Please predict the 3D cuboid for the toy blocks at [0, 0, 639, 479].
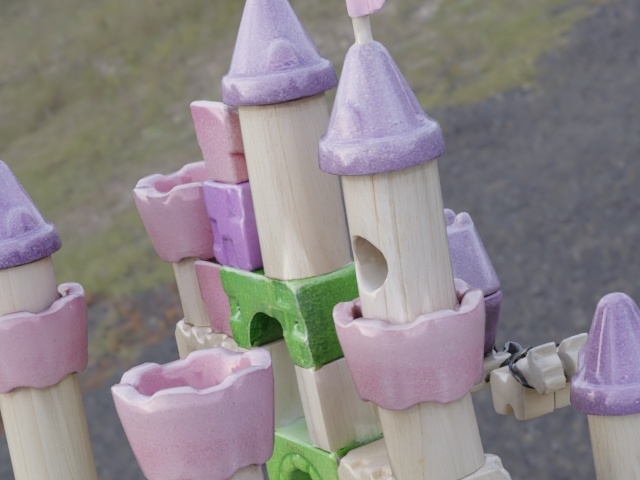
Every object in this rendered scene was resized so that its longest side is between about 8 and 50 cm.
[{"bbox_3d":[0.000,0.000,0.907,0.309,0.260,0.288,-16,12,-26],"label":"toy blocks"}]
